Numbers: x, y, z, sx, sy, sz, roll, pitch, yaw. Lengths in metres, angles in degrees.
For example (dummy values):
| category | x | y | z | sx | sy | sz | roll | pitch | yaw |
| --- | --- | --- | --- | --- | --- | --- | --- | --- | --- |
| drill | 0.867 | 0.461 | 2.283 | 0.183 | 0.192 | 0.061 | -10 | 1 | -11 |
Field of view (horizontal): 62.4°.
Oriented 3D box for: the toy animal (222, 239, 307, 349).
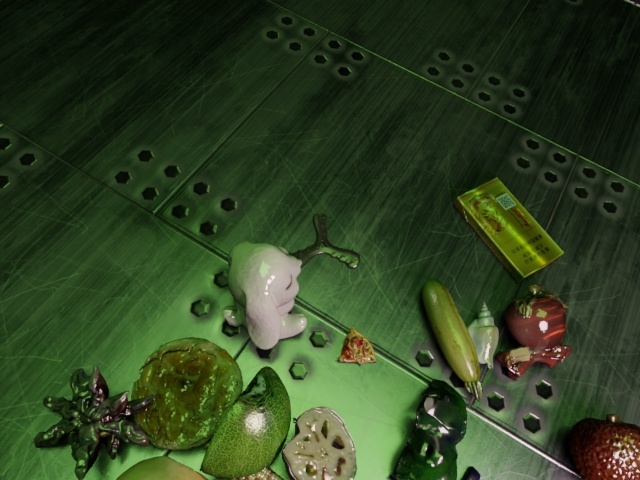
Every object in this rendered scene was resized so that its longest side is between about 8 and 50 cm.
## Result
| category | x | y | z | sx | sy | sz | roll | pitch | yaw |
| --- | --- | --- | --- | --- | --- | --- | --- | --- | --- |
| toy animal | -0.145 | 0.114 | 1.287 | 0.205 | 0.265 | 0.272 | -14 | 65 | -13 |

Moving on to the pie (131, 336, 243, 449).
| category | x | y | z | sx | sy | sz | roll | pitch | yaw |
| --- | --- | --- | --- | --- | --- | --- | --- | --- | --- |
| pie | -0.311 | 0.345 | 1.223 | 0.274 | 0.055 | 0.274 | -6 | 58 | 9 |

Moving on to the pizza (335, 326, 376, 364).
| category | x | y | z | sx | sy | sz | roll | pitch | yaw |
| --- | --- | --- | --- | --- | --- | --- | --- | --- | --- |
| pizza | 0.103 | 0.282 | 1.358 | 0.099 | 0.029 | 0.100 | 25 | 60 | 6 |

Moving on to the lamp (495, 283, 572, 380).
| category | x | y | z | sx | sy | sz | roll | pitch | yaw |
| --- | --- | --- | --- | --- | --- | --- | --- | --- | --- |
| lamp | 0.555 | 0.231 | 1.378 | 0.215 | 0.151 | 0.223 | -9 | 64 | -8 |

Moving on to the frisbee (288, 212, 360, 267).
| category | x | y | z | sx | sy | sz | roll | pitch | yaw |
| --- | --- | --- | --- | --- | --- | --- | --- | --- | --- |
| frisbee | 0.000 | 0.000 | 1.516 | 0.210 | 0.012 | 0.188 | -4 | 60 | -9 |

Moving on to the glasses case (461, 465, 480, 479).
| category | x | y | z | sx | sy | sz | roll | pitch | yaw |
| --- | --- | --- | --- | --- | --- | --- | --- | --- | --- |
| glasses case | 0.343 | 0.568 | 1.228 | 0.033 | 0.023 | 0.083 | 34 | 63 | 16 |

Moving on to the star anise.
| category | x | y | z | sx | sy | sz | roll | pitch | yaw |
| --- | --- | --- | --- | --- | --- | --- | --- | --- | --- |
| star anise | -0.502 | 0.388 | 1.161 | 0.282 | 0.129 | 0.212 | 17 | 73 | 23 |

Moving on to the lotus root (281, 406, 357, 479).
| category | x | y | z | sx | sy | sz | roll | pitch | yaw |
| --- | --- | --- | --- | --- | --- | --- | --- | --- | --- |
| lotus root | -0.013 | 0.485 | 1.187 | 0.183 | 0.078 | 0.204 | -18 | 80 | -42 |

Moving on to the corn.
| category | x | y | z | sx | sy | sz | roll | pitch | yaw |
| --- | --- | --- | --- | --- | --- | --- | --- | --- | --- |
| corn | -0.156 | 0.513 | 1.163 | 0.237 | 0.079 | 0.079 | 34 | 62 | 12 |

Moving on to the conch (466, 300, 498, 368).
| category | x | y | z | sx | sy | sz | roll | pitch | yaw |
| --- | --- | --- | --- | --- | --- | --- | --- | --- | --- |
| conch | 0.429 | 0.246 | 1.400 | 0.088 | 0.065 | 0.180 | 7 | 68 | -5 |

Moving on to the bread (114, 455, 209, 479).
| category | x | y | z | sx | sy | sz | roll | pitch | yaw |
| --- | --- | --- | --- | --- | --- | --- | --- | --- | --- |
| bread | -0.253 | 0.566 | 0.947 | 0.348 | 0.376 | 0.253 | 41 | 64 | 13 |

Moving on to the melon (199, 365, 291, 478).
| category | x | y | z | sx | sy | sz | roll | pitch | yaw |
| --- | --- | --- | --- | --- | --- | --- | --- | --- | --- |
| melon | -0.126 | 0.387 | 1.140 | 0.129 | 0.169 | 0.265 | 28 | 38 | 12 |

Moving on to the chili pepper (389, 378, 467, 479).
| category | x | y | z | sx | sy | sz | roll | pitch | yaw |
| --- | --- | --- | --- | --- | --- | --- | --- | --- | --- |
| chili pepper | 0.276 | 0.450 | 1.233 | 0.148 | 0.116 | 0.265 | 24 | 61 | 3 |

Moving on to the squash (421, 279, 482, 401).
| category | x | y | z | sx | sy | sz | roll | pitch | yaw |
| --- | --- | --- | --- | --- | --- | --- | --- | --- | --- |
| squash | 0.345 | 0.250 | 1.374 | 0.094 | 0.094 | 0.341 | -11 | 63 | -13 |

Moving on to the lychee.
| category | x | y | z | sx | sy | sz | roll | pitch | yaw |
| --- | --- | --- | --- | --- | --- | --- | --- | --- | --- |
| lychee | 0.674 | 0.496 | 1.223 | 0.194 | 0.194 | 0.195 | 3 | 60 | -6 |

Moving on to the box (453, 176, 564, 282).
| category | x | y | z | sx | sy | sz | roll | pitch | yaw |
| --- | --- | --- | --- | --- | --- | --- | --- | --- | --- |
| box | 0.564 | -0.039 | 1.595 | 0.173 | 0.043 | 0.311 | -26 | 67 | -21 |
